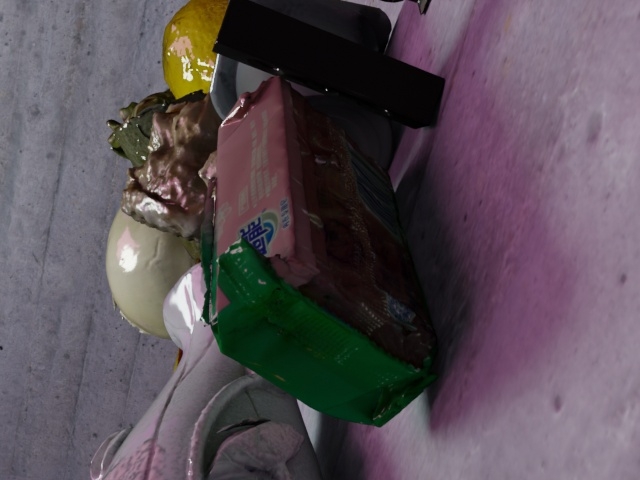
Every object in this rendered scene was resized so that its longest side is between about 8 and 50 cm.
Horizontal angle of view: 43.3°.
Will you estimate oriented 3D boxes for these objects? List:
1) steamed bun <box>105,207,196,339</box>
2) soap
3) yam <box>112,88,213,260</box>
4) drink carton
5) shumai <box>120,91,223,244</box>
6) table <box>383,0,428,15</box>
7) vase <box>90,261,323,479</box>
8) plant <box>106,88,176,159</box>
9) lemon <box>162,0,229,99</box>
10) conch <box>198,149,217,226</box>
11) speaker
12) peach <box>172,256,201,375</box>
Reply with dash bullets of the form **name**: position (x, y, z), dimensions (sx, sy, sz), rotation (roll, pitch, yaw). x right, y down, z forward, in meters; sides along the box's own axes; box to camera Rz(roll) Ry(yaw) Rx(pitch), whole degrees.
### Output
- **steamed bun**: position (-0.321, 0.030, 1.689), dimensions (0.334, 0.233, 0.312), rotation (-70, -32, -56)
- **soap**: position (0.002, -0.002, 0.637), dimensions (0.098, 0.218, 0.273), rotation (-40, 32, 24)
- **yam**: position (-0.222, -0.119, 1.479), dimensions (0.300, 0.195, 0.195), rotation (59, 175, -12)
- **drink carton**: position (-0.009, -0.134, 0.850), dimensions (0.189, 0.185, 0.191), rotation (-109, 32, -46)
- **shumai**: position (-0.152, -0.116, 1.248), dimensions (0.314, 0.267, 0.262), rotation (-178, 105, -90)
- **table**: position (0.036, -0.308, 0.812), dimensions (0.175, 0.146, 0.062), rotation (-93, 18, -49)
- **vase**: position (-0.095, 0.219, 0.773), dimensions (0.445, 0.250, 0.250), rotation (-86, 13, -49)
- **plant**: position (-0.284, -0.193, 1.720), dimensions (0.180, 0.333, 0.251), rotation (-31, 17, 53)
- **lemon**: position (-0.184, -0.359, 1.596), dimensions (0.322, 0.268, 0.268), rotation (-85, 11, -58)
- **conch**: position (-0.056, -0.108, 1.070), dimensions (0.245, 0.163, 0.178), rotation (-48, 33, 3)
- **speaker**: position (0.007, -0.149, 0.681), dimensions (0.040, 0.191, 0.046), rotation (-166, 95, -78)
- **peach**: position (-0.135, 0.174, 1.129), dimensions (0.154, 0.159, 0.267), rotation (-87, 12, -82)
